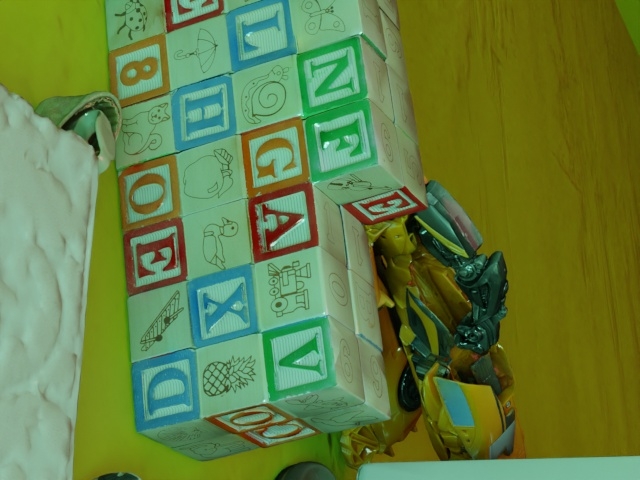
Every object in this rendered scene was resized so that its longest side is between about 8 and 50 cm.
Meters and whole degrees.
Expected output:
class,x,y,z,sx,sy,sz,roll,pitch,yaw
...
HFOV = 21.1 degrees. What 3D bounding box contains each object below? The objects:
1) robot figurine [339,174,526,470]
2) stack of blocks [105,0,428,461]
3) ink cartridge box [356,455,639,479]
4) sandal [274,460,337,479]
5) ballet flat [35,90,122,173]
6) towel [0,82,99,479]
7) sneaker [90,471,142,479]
class,x,y,z,sx,sy,sz,roll,pitch,yaw
robot figurine,0.046,0.057,1.183,0.085,0.211,0.291,-46,133,-28
stack of blocks,-0.029,-0.031,1.055,0.087,0.171,0.297,39,40,-59
ink cartridge box,0.129,0.298,1.100,0.197,0.198,0.270,-83,167,-47
sandal,-0.006,0.210,1.099,0.219,0.060,0.090,-58,129,-65
ballet flat,-0.142,-0.029,0.919,0.168,0.052,0.057,-82,150,-49
towel,-0.193,0.061,0.635,0.332,0.053,0.316,36,53,-61
sneaker,-0.072,0.183,0.853,0.170,0.068,0.071,50,-14,47
